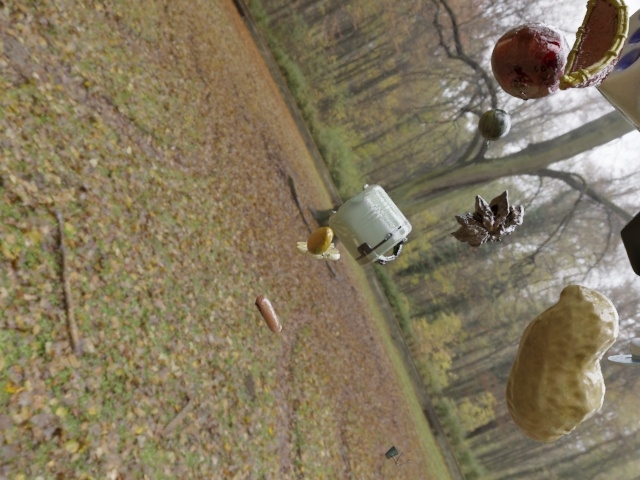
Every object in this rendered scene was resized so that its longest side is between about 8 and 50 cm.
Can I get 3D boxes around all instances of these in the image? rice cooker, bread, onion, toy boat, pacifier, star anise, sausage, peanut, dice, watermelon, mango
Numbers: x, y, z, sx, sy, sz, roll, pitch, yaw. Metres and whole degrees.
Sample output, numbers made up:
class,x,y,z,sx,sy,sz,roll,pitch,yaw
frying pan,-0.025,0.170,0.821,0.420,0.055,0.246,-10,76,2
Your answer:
class,x,y,z,sx,sy,sz,roll,pitch,yaw
rice cooker,0.161,-0.040,1.585,0.244,0.226,0.226,49,7,2
bread,-0.015,0.041,2.089,0.251,0.181,0.039,-117,-149,-77
onion,0.736,-0.619,1.739,0.276,0.276,0.276,-25,90,-83
toy boat,0.590,-0.425,1.070,0.099,0.318,0.141,36,-24,-19
pacifier,1.061,0.422,1.533,0.299,0.244,0.233,-11,-105,61
star anise,0.575,-0.055,1.685,0.223,0.236,0.109,23,35,-33
sausage,-0.147,0.218,1.432,0.047,0.040,0.177,49,-15,42
peanut,0.527,0.278,1.088,0.192,0.169,0.387,40,-52,54
dice,0.919,-0.452,1.299,0.277,0.304,0.304,38,30,-14
watermelon,0.584,-0.379,1.682,0.105,0.105,0.133,-76,-178,-79
mango,0.000,0.000,1.431,0.057,0.114,0.079,25,60,-17

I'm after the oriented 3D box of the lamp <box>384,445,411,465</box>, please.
class,x,y,z,sx,sy,sz,roll,pitch,yaw
lamp,0.248,0.718,1.649,0.041,0.054,0.121,63,-21,4

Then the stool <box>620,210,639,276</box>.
class,x,y,z,sx,sy,sz,roll,pitch,yaw
stool,0.876,-0.002,1.229,0.141,0.232,0.232,-13,76,-55
